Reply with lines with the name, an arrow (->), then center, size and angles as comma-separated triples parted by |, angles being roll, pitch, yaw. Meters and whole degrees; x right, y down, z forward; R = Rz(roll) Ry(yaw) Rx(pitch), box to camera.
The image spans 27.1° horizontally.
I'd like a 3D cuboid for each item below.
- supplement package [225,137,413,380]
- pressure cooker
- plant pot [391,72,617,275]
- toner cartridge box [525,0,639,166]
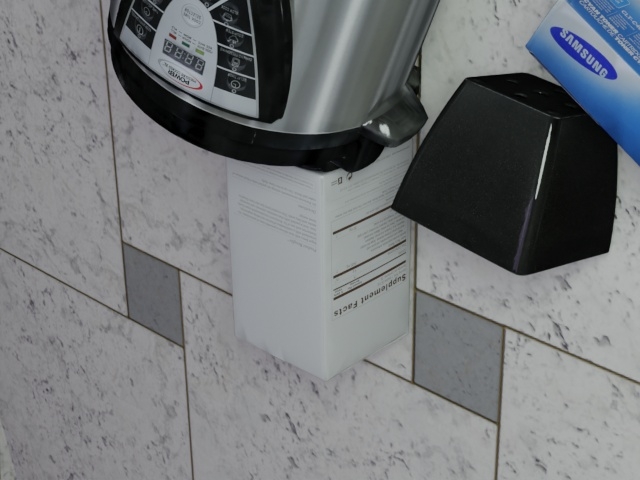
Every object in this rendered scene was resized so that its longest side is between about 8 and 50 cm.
supplement package -> 0.000, 0.000, 1.738 | 0.178, 0.175, 0.292 | 23, 125, 38
pressure cooker -> -0.045, -0.285, 1.502 | 0.420, 0.376, 0.369 | 112, 153, -42
plant pot -> 0.220, -0.085, 1.461 | 0.188, 0.187, 0.167 | 31, 118, 35
toner cartridge box -> 0.375, -0.110, 1.279 | 0.348, 0.165, 0.075 | 50, 137, 17
